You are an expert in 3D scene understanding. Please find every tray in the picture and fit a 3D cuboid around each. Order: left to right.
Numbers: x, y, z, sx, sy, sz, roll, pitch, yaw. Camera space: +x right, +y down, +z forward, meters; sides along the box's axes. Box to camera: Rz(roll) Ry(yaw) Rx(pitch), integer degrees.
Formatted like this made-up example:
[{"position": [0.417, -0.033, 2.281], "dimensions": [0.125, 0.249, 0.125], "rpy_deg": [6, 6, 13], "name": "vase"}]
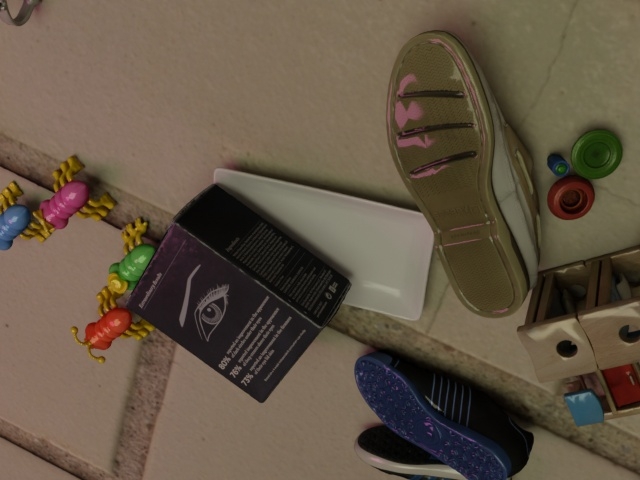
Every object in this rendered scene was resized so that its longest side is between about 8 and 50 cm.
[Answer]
[{"position": [0.000, 0.000, 1.012], "dimensions": [0.270, 0.030, 0.145], "rpy_deg": [13, 119, 14], "name": "tray"}]

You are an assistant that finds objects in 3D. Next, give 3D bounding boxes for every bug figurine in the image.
[{"position": [-0.319, 0.023, 1.121], "dimensions": [0.279, 0.072, 0.216], "rpy_deg": [46, 122, -6], "name": "bug figurine"}]

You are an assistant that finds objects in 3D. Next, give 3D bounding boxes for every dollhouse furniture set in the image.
[{"position": [0.309, 0.124, 0.899], "dimensions": [0.129, 0.129, 0.183], "rpy_deg": [-19, 107, 28], "name": "dollhouse furniture set"}]

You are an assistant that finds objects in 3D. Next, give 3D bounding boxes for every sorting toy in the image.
[{"position": [0.261, -0.072, 0.874], "dimensions": [0.061, 0.042, 0.102], "rpy_deg": [21, 111, -8], "name": "sorting toy"}]

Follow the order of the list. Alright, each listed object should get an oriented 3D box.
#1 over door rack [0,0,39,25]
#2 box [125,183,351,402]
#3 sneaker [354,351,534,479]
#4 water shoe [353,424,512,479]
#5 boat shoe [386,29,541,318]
[{"position": [-0.451, -0.398, 0.914], "dimensions": [0.240, 0.108, 0.324], "rpy_deg": [12, 140, 15], "name": "over door rack"}, {"position": [-0.097, 0.062, 1.000], "dimensions": [0.207, 0.108, 0.153], "rpy_deg": [37, 124, 0], "name": "box"}, {"position": [0.149, 0.206, 1.041], "dimensions": [0.232, 0.090, 0.081], "rpy_deg": [36, 127, 26], "name": "sneaker"}, {"position": [0.139, 0.296, 1.088], "dimensions": [0.203, 0.073, 0.080], "rpy_deg": [8, 121, 18], "name": "water shoe"}, {"position": [0.153, -0.074, 0.871], "dimensions": [0.113, 0.103, 0.302], "rpy_deg": [-1, 117, 36], "name": "boat shoe"}]
